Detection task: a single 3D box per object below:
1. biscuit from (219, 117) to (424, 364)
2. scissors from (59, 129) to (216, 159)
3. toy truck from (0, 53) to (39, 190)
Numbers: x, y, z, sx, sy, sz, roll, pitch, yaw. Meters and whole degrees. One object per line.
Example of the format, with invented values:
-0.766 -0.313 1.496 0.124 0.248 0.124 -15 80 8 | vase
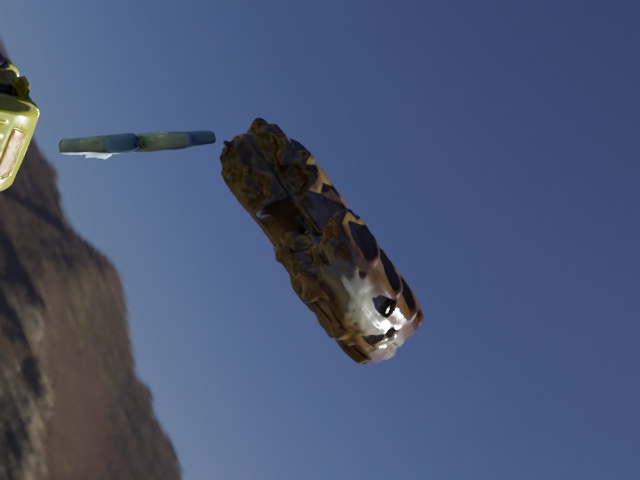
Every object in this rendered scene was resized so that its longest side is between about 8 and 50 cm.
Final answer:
0.012 0.016 1.581 0.268 0.115 0.366 52 3 -37 | biscuit
-0.261 -0.121 1.713 0.360 0.191 0.029 -178 -97 -72 | scissors
-0.581 -0.178 1.747 0.254 0.405 0.180 49 -61 40 | toy truck
